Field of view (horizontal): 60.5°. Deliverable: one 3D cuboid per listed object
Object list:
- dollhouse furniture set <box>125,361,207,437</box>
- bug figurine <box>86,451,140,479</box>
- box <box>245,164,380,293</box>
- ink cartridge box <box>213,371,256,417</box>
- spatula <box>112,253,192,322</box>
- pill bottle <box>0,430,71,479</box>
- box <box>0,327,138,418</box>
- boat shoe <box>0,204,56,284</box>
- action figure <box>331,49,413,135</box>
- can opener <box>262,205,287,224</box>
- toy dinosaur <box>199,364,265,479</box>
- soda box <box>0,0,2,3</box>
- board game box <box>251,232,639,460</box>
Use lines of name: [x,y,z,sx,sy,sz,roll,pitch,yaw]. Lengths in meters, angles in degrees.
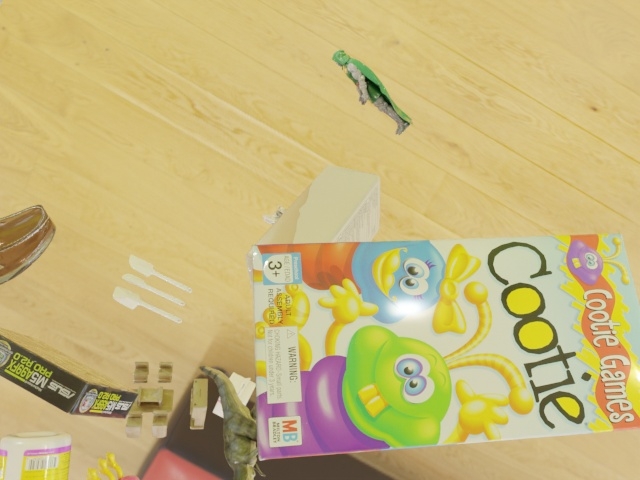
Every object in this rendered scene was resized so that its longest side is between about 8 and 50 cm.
dollhouse furniture set: [-0.488,0.519,1.747,0.242,0.212,0.161,4,139,-13]
bug figurine: [-0.316,0.416,0.712,0.072,0.216,0.279,21,117,14]
box: [0.000,0.000,1.047,0.121,0.311,0.148,16,133,23]
ink cartridge box: [-0.282,0.517,1.820,0.090,0.092,0.143,27,124,2]
spatula: [-0.541,0.169,1.791,0.242,0.168,0.019,34,137,-29]
pill bottle: [-0.189,0.169,0.357,0.043,0.043,0.083,0,77,7]
box: [-0.506,0.246,1.029,0.270,0.216,0.060,23,73,12]
boat shoe: [-0.674,0.030,1.048,0.324,0.122,0.120,-37,145,-17]
action figure: [0.113,-0.337,1.237,0.063,0.137,0.232,-43,98,6]
can opener: [-0.035,-0.056,1.412,0.074,0.280,0.093,22,117,38]
toy dinosaur: [-0.109,0.296,0.879,0.118,0.268,0.064,-8,136,-20]
soda box: [-0.847,-0.566,1.334,0.091,0.286,0.098,-22,144,39]
board game box: [0.086,0.084,0.433,0.275,0.142,0.144,-2,72,-8]
